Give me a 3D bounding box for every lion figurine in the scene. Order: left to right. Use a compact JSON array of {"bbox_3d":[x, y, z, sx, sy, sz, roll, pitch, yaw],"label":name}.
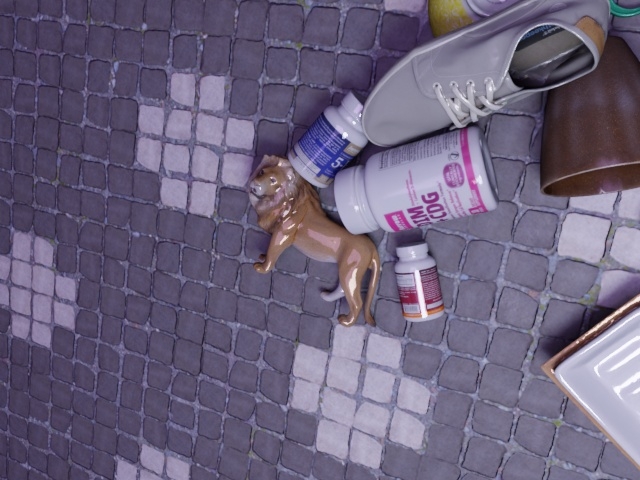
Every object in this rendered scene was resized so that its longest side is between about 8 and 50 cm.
[{"bbox_3d":[0.000,0.000,1.211,0.392,0.142,0.240,30,104,2],"label":"lion figurine"}]

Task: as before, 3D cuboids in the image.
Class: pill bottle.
[{"bbox_3d":[0.031,-0.208,1.157,0.112,0.112,0.186,47,113,9],"label":"pill bottle"},{"bbox_3d":[0.181,-0.105,1.088,0.283,0.160,0.160,-13,94,25],"label":"pill bottle"},{"bbox_3d":[0.198,0.082,1.154,0.086,0.086,0.151,-8,96,24],"label":"pill bottle"}]

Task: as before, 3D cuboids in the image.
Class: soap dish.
[{"bbox_3d":[0.584,0.258,1.007,0.291,0.118,0.229,47,113,8],"label":"soap dish"}]

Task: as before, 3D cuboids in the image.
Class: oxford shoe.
[{"bbox_3d":[0.251,-0.263,0.951,0.450,0.169,0.130,-21,49,35],"label":"oxford shoe"}]

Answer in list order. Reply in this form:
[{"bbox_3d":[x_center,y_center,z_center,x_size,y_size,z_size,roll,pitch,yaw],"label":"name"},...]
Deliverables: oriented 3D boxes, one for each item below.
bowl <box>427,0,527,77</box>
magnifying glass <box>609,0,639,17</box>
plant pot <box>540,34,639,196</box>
[{"bbox_3d":[0.316,-0.429,0.978,0.290,0.156,0.289,4,100,21],"label":"bowl"},{"bbox_3d":[0.572,-0.471,0.938,0.231,0.026,0.092,-45,81,25],"label":"magnifying glass"},{"bbox_3d":[0.463,-0.209,0.944,0.216,0.215,0.230,-9,81,24],"label":"plant pot"}]
